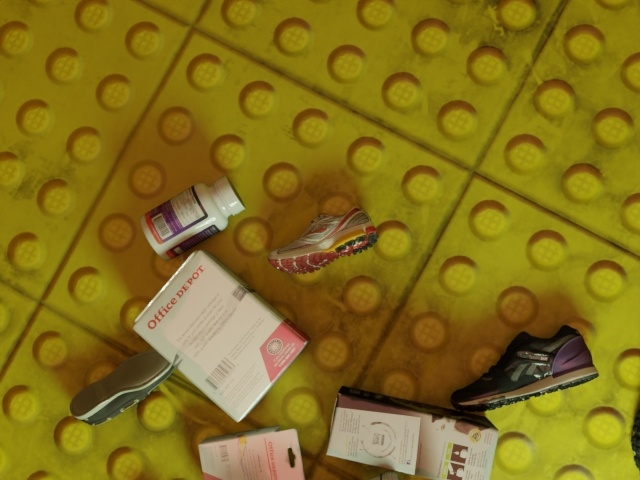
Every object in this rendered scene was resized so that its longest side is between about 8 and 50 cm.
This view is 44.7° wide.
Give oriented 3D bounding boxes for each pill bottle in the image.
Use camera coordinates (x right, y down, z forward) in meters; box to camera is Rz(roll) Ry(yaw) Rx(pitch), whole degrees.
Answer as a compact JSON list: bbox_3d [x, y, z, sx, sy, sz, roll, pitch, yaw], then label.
[{"bbox_3d":[-0.254,-0.050,1.571,0.194,0.108,0.108,-30,84,1],"label":"pill bottle"}]

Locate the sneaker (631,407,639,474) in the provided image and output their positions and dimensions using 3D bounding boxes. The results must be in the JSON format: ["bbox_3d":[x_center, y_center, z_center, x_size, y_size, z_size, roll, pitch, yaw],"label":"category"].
[{"bbox_3d":[0.715,0.306,1.458,0.182,0.158,0.410,9,91,-11],"label":"sneaker"}]

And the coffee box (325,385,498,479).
[{"bbox_3d":[0.168,0.368,1.474,0.297,0.168,0.118,11,86,5],"label":"coffee box"}]

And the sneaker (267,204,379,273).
[{"bbox_3d":[0.000,0.000,1.569,0.225,0.088,0.092,-21,64,3],"label":"sneaker"}]

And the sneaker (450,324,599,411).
[{"bbox_3d":[0.380,0.248,1.515,0.283,0.107,0.124,-16,70,0],"label":"sneaker"}]

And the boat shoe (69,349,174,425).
[{"bbox_3d":[-0.391,0.298,1.577,0.228,0.068,0.081,-29,49,0],"label":"boat shoe"}]

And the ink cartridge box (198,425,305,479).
[{"bbox_3d":[-0.131,0.437,1.543,0.198,0.067,0.115,-10,85,5],"label":"ink cartridge box"}]

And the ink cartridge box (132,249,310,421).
[{"bbox_3d":[-0.191,0.183,1.542,0.283,0.117,0.207,41,90,6],"label":"ink cartridge box"}]

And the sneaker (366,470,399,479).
[{"bbox_3d":[0.121,0.532,1.440,0.091,0.094,0.258,-11,112,7],"label":"sneaker"}]
